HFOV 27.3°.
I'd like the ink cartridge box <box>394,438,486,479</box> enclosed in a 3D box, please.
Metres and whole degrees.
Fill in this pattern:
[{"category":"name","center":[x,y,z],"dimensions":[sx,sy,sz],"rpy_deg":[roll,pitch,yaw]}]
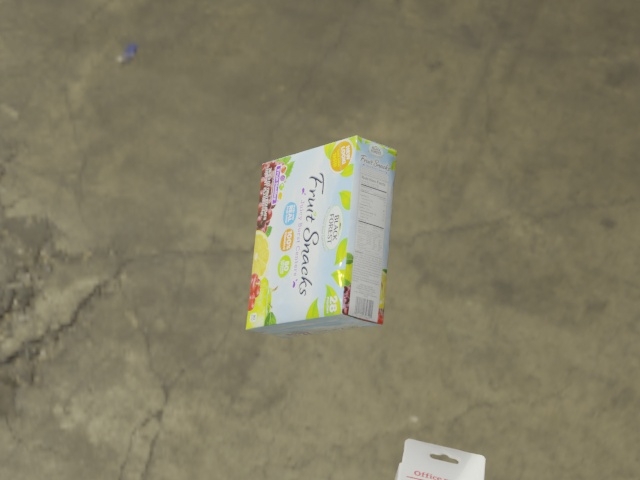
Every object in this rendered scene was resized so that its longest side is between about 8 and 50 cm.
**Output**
[{"category":"ink cartridge box","center":[0.130,0.323,1.510],"dimensions":[0.104,0.060,0.180],"rpy_deg":[13,42,1]}]

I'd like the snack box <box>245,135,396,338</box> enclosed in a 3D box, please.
[{"category":"snack box","center":[0.000,0.000,1.511],"dimensions":[0.070,0.174,0.207],"rpy_deg":[16,72,-38]}]
